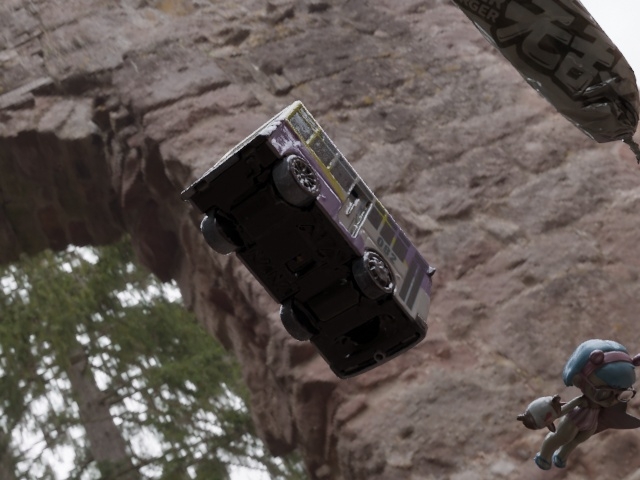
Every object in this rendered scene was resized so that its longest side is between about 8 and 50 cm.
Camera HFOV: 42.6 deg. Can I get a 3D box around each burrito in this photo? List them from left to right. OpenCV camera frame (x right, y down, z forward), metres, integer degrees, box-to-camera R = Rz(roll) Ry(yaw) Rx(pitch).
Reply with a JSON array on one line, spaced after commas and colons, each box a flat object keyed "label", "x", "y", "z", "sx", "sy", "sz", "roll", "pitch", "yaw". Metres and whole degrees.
[{"label": "burrito", "x": 0.294, "y": -0.285, "z": 1.092, "sx": 0.139, "sy": 0.445, "sz": 0.101, "roll": -39, "pitch": -5, "yaw": -12}]

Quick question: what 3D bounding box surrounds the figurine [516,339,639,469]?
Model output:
[{"label": "figurine", "x": 0.402, "y": 0.265, "z": 1.325, "sx": 0.205, "sy": 0.102, "sz": 0.260, "roll": 10, "pitch": -58, "yaw": -15}]

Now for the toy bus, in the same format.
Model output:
[{"label": "toy bus", "x": 0.000, "y": 0.000, "z": 1.438, "sx": 0.209, "sy": 0.249, "sz": 0.440, "roll": -33, "pitch": -77, "yaw": 29}]
